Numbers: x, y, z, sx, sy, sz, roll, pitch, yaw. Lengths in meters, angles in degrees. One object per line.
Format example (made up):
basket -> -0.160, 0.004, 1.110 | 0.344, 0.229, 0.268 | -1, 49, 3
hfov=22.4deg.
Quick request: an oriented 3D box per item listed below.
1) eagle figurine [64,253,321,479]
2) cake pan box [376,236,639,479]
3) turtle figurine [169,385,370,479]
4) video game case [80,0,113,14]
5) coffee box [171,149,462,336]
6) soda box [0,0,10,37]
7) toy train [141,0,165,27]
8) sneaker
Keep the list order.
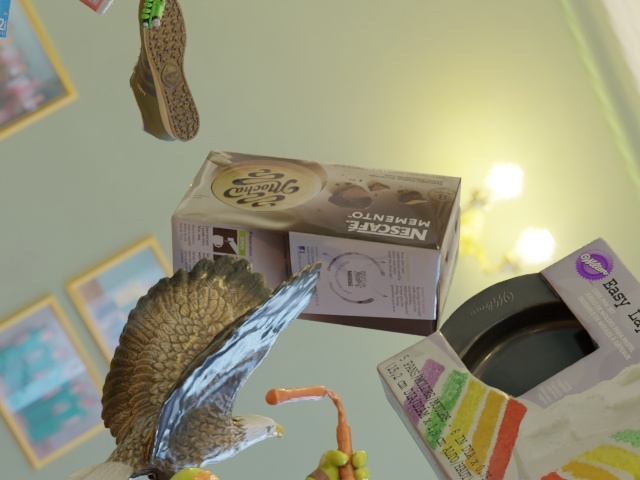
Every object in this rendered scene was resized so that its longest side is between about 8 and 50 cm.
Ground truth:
eagle figurine -> -0.117, 0.155, 1.568 | 0.225, 0.226, 0.298 | 3, 94, -72
cake pan box -> 0.213, 0.149, 1.399 | 0.267, 0.246, 0.070 | 57, -9, 36
turtle figurine -> -0.053, 0.229, 1.000 | 0.087, 0.269, 0.217 | -19, -79, 49
video game case -> -0.313, -0.424, 1.860 | 0.285, 0.204, 0.025 | 35, 13, -7
coffee box -> 0.000, 0.000, 1.800 | 0.168, 0.297, 0.118 | -66, 160, -57
soda box -> -0.411, -0.246, 1.610 | 0.071, 0.210, 0.067 | 18, -78, 38
toy train -> -0.189, -0.267, 1.841 | 0.083, 0.024, 0.017 | -87, -178, -51
sneaker -> -0.209, -0.214, 2.001 | 0.086, 0.064, 0.192 | 3, -73, 47
